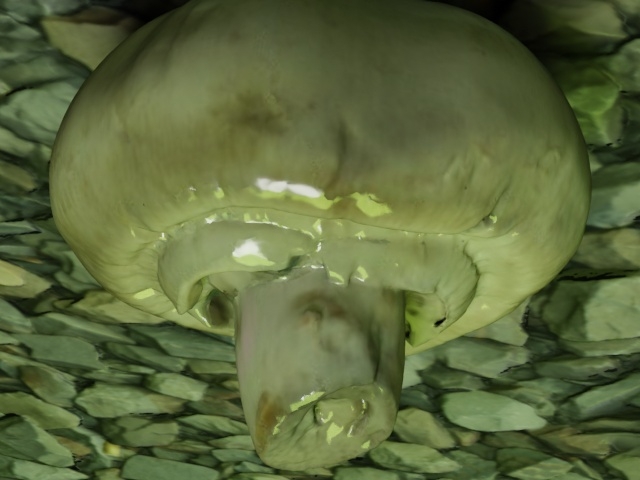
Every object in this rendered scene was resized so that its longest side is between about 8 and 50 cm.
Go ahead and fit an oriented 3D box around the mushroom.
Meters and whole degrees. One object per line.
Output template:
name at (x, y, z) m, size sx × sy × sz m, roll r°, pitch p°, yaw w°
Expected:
mushroom at (0.000, 0.000, 0.895) m, size 0.260 × 0.234 × 0.254 m, roll -9°, pitch 153°, yaw 27°
